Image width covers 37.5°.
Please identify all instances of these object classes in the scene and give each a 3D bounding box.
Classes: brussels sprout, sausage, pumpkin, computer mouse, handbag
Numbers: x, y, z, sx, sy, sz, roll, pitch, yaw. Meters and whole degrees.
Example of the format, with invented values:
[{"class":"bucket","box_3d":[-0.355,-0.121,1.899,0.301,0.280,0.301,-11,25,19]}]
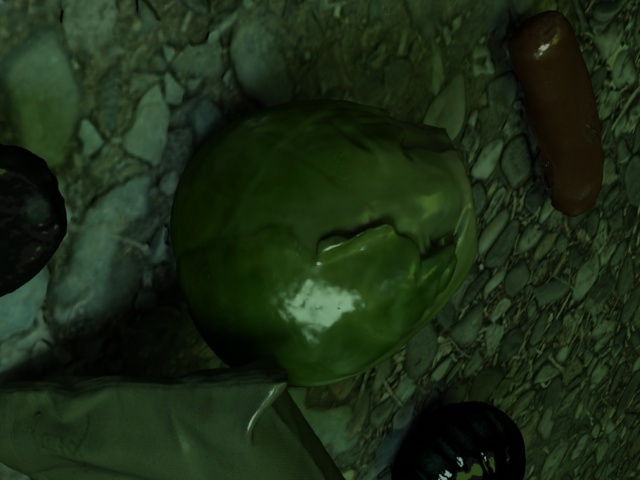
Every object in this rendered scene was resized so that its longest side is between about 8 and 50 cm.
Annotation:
[{"class":"brussels sprout","box_3d":[0.000,0.000,0.743,0.244,0.244,0.244,-27,131,-35]},{"class":"sausage","box_3d":[0.276,-0.142,1.078,0.087,0.079,0.326,-59,145,-19]},{"class":"pumpkin","box_3d":[0.174,0.293,1.197,0.194,0.150,0.194,-4,110,-12]},{"class":"computer mouse","box_3d":[-0.266,0.002,0.571,0.217,0.073,0.122,-26,129,-27]},{"class":"handbag","box_3d":[-0.095,0.197,0.767,0.315,0.253,0.109,64,28,-47]}]

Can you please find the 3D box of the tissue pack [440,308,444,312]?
[{"class":"tissue pack","box_3d":[0.118,0.046,1.057,0.083,0.035,0.063,19,98,-53]}]
